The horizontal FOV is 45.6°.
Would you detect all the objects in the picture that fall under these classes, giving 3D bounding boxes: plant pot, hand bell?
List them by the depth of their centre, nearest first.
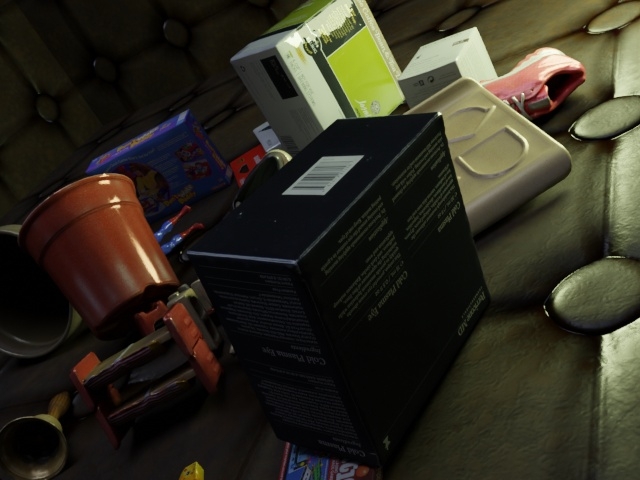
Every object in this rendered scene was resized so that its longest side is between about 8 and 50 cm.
[{"bbox_3d":[-0.512,0.344,1.442,0.126,0.126,0.242,-31,11,2],"label":"hand bell"},{"bbox_3d":[-0.443,0.048,1.599,0.272,0.265,0.272,-34,-16,-11],"label":"plant pot"},{"bbox_3d":[-0.679,0.089,1.889,0.323,0.323,0.280,-21,10,22],"label":"plant pot"}]

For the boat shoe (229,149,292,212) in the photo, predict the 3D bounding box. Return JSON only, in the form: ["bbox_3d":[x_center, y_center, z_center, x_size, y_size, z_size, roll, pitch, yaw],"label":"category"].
[{"bbox_3d":[-0.145,-0.059,1.592,0.285,0.102,0.092,-63,-13,9],"label":"boat shoe"}]

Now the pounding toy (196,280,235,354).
[{"bbox_3d":[-0.147,0.107,1.397,0.130,0.141,0.100,-31,-15,-50],"label":"pounding toy"}]

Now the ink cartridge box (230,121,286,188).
[{"bbox_3d":[-0.161,-0.272,2.209,0.239,0.060,0.275,-31,24,0],"label":"ink cartridge box"}]

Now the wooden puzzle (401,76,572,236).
[{"bbox_3d":[0.237,-0.128,1.399,0.322,0.080,0.348,-33,42,1],"label":"wooden puzzle"}]

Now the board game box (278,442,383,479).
[{"bbox_3d":[0.015,0.281,1.000,0.145,0.027,0.281,-21,26,19],"label":"board game box"}]

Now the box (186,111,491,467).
[{"bbox_3d":[0.047,0.051,0.998,0.179,0.313,0.343,3,36,39],"label":"box"}]

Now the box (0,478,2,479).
[{"bbox_3d":[-0.562,0.486,1.199,0.184,0.103,0.261,-39,25,-21],"label":"box"}]

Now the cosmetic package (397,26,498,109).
[{"bbox_3d":[0.294,-0.360,1.729,0.151,0.151,0.184,-12,31,35],"label":"cosmetic package"}]

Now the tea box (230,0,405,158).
[{"bbox_3d":[0.007,-0.425,1.973,0.323,0.329,0.220,-44,26,-27],"label":"tea box"}]

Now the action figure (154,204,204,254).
[{"bbox_3d":[-0.410,0.023,1.898,0.280,0.091,0.139,-41,17,-20],"label":"action figure"}]

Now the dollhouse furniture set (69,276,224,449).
[{"bbox_3d":[-0.283,0.202,1.402,0.201,0.152,0.374,-30,7,6],"label":"dollhouse furniture set"}]

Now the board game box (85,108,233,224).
[{"bbox_3d":[-0.461,-0.196,2.198,0.347,0.233,0.078,-23,31,17],"label":"board game box"}]

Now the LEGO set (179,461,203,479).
[{"bbox_3d":[-0.175,0.357,1.005,0.227,0.087,0.093,-29,25,4],"label":"LEGO set"}]

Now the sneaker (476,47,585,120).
[{"bbox_3d":[0.388,-0.281,1.519,0.314,0.116,0.136,-35,28,-4],"label":"sneaker"}]
